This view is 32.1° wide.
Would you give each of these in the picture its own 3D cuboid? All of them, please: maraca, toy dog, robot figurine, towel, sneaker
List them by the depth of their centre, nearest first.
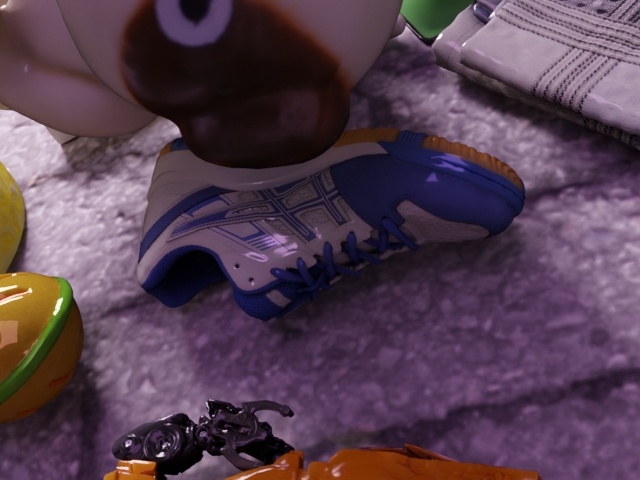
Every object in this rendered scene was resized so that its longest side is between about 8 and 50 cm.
[{"bbox_3d":[-0.021,0.199,0.642,0.291,0.085,0.211,0,55,24],"label":"robot figurine"},{"bbox_3d":[-0.093,-0.172,0.753,0.284,0.395,0.408,-66,22,3],"label":"toy dog"},{"bbox_3d":[0.000,0.000,0.786,0.296,0.112,0.131,-1,65,33],"label":"sneaker"},{"bbox_3d":[0.281,-0.195,0.821,0.324,0.056,0.312,30,71,37],"label":"towel"},{"bbox_3d":[-0.245,0.083,0.829,0.185,0.099,0.127,-17,36,45],"label":"maraca"}]

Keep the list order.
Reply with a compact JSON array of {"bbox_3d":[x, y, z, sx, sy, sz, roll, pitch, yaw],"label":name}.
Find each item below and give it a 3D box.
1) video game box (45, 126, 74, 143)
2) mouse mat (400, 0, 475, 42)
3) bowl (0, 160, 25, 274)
[{"bbox_3d":[-0.184,-0.207,1.054,0.205,0.048,0.187,-28,46,2],"label":"video game box"},{"bbox_3d":[0.112,-0.258,0.983,0.152,0.007,0.190,-33,47,-2],"label":"mouse mat"},{"bbox_3d":[-0.412,-0.034,0.922,0.289,0.156,0.289,-8,45,8],"label":"bowl"}]
